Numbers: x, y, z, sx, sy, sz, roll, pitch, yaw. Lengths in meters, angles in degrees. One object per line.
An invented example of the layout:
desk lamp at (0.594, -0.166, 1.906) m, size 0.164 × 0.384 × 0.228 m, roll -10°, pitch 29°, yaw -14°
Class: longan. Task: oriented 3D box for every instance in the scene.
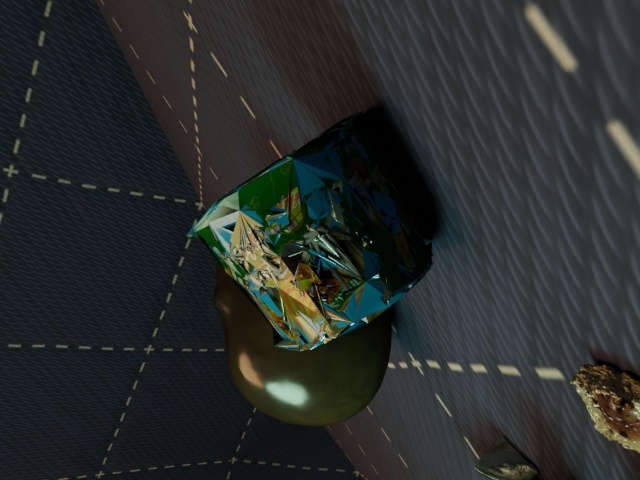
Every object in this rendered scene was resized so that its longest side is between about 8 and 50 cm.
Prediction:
longan at (-0.034, 0.125, 0.995) m, size 0.288 × 0.288 × 0.350 m, roll 100°, pitch 147°, yaw -70°

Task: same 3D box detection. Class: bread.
bread at (0.253, 0.143, 0.506) m, size 0.070 × 0.035 × 0.083 m, roll 60°, pitch 163°, yaw -17°

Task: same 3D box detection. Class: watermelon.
watermelon at (0.259, 0.300, 0.845) m, size 0.085 × 0.085 × 0.061 m, roll 125°, pitch 141°, yaw -75°

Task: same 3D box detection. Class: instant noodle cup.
instant noodle cup at (0.000, 0.000, 0.671) m, size 0.178 × 0.240 × 0.240 m, roll 56°, pitch 166°, yaw -2°
